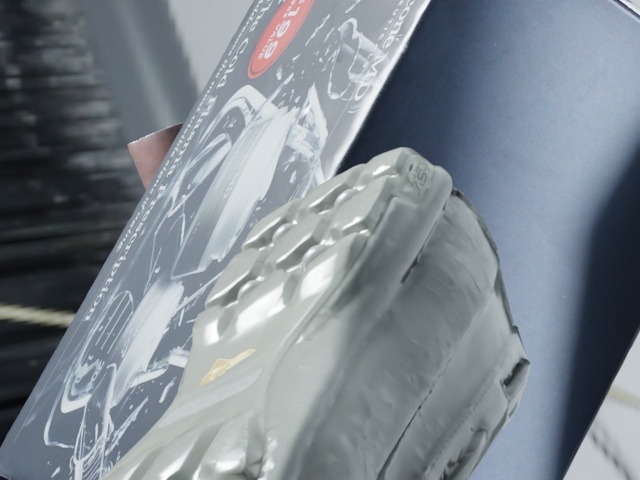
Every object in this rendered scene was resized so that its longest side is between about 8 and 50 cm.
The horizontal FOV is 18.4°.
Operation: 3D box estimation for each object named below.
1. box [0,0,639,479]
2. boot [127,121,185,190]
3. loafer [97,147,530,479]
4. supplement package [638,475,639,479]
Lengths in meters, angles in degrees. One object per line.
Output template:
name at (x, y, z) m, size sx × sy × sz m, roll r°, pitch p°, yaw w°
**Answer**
box at (0.012, 0.028, 1.042) m, size 0.343 × 0.179 × 0.312 m, roll -62°, pitch 19°, yaw -10°
boot at (0.000, 0.000, 1.358) m, size 0.248 × 0.090 × 0.207 m, roll -12°, pitch 93°, yaw 10°
loafer at (-0.008, 0.091, 0.561) m, size 0.112 × 0.319 × 0.111 m, roll -26°, pitch 109°, yaw 37°
supplement package at (0.159, 0.173, 0.787) m, size 0.105 × 0.179 × 0.105 m, roll 16°, pitch 149°, yaw 9°
